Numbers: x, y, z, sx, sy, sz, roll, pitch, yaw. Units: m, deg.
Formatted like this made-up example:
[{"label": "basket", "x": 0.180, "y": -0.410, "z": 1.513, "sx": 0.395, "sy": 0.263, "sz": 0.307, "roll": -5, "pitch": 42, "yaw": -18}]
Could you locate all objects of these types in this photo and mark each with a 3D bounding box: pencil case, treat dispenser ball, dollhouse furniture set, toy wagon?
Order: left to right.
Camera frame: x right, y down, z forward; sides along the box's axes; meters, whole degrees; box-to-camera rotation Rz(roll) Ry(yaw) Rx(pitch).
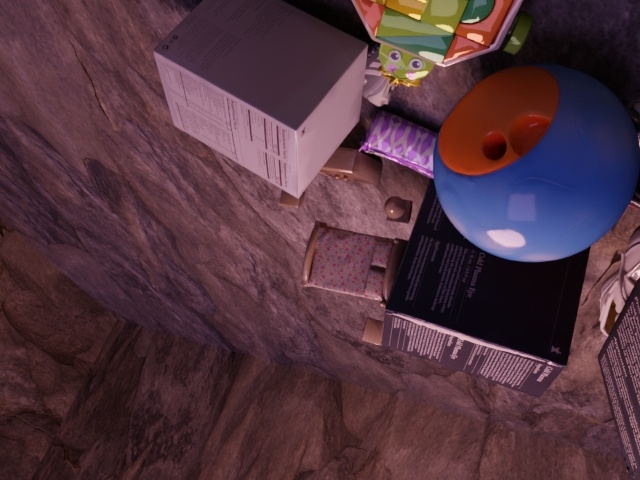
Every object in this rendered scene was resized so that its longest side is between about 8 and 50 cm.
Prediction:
[{"label": "dollhouse furniture set", "x": 0.000, "y": 0.000, "z": 1.345, "sx": 0.303, "sy": 0.356, "sz": 0.174, "roll": 11, "pitch": 180, "yaw": 25}, {"label": "pencil case", "x": 0.174, "y": -0.163, "z": 1.243, "sx": 0.206, "sy": 0.088, "sz": 0.086, "roll": 21, "pitch": 148, "yaw": 0}, {"label": "toy wagon", "x": 0.152, "y": -0.329, "z": 0.892, "sx": 0.267, "sy": 0.068, "sz": 0.344, "roll": 22, "pitch": 138, "yaw": 1}, {"label": "treat dispenser ball", "x": 0.309, "y": -0.112, "z": 1.000, "sx": 0.288, "sy": 0.288, "sz": 0.288, "roll": 18, "pitch": 154, "yaw": 9}]

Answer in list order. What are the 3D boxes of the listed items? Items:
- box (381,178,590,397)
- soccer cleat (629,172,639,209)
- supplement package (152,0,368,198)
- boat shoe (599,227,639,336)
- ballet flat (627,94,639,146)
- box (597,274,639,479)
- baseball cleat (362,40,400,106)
[{"label": "box", "x": 0.314, "y": 0.067, "z": 1.281, "sx": 0.312, "sy": 0.343, "sz": 0.179, "roll": 17, "pitch": 153, "yaw": 13}, {"label": "soccer cleat", "x": 0.591, "y": -0.058, "z": 1.100, "sx": 0.318, "sy": 0.109, "sz": 0.116, "roll": 15, "pitch": 158, "yaw": 10}, {"label": "supplement package", "x": -0.091, "y": -0.246, "z": 1.106, "sx": 0.262, "sy": 0.199, "sz": 0.198, "roll": 31, "pitch": 157, "yaw": 13}, {"label": "boat shoe", "x": 0.621, "y": 0.106, "z": 1.324, "sx": 0.135, "sy": 0.157, "sz": 0.367, "roll": 18, "pitch": 155, "yaw": 9}, {"label": "ballet flat", "x": 0.478, "y": -0.179, "z": 1.003, "sx": 0.070, "sy": 0.070, "sz": 0.188, "roll": 20, "pitch": 151, "yaw": 4}, {"label": "box", "x": 0.752, "y": 0.201, "z": 1.074, "sx": 0.479, "sy": 0.298, "sz": 0.472, "roll": -7, "pitch": 150, "yaw": 6}, {"label": "baseball cleat", "x": 0.085, "y": -0.292, "z": 1.087, "sx": 0.109, "sy": 0.072, "sz": 0.206, "roll": 27, "pitch": 151, "yaw": 6}]
